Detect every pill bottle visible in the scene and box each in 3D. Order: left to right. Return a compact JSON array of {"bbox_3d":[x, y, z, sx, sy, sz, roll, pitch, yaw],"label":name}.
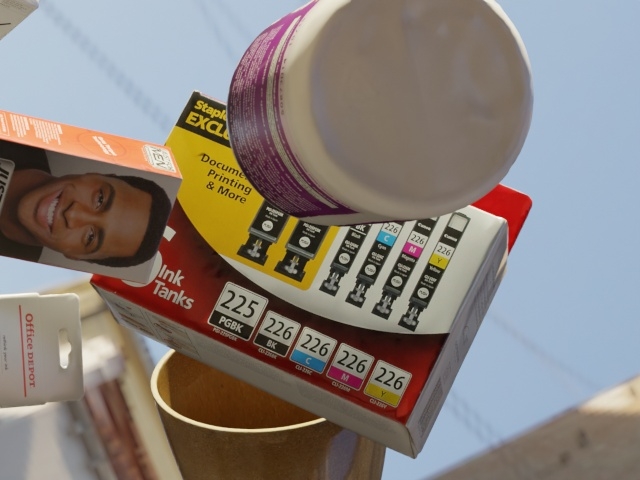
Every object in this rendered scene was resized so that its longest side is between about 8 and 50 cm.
[{"bbox_3d":[0.026,-0.094,1.333,0.301,0.169,0.169,178,-107,-75],"label":"pill bottle"}]

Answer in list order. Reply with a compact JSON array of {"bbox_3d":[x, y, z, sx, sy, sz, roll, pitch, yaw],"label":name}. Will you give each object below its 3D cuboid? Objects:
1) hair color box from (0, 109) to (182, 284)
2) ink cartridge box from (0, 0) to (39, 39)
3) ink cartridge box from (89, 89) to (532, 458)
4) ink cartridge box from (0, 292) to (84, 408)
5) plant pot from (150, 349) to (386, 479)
[{"bbox_3d":[-0.155,-0.027,1.034,0.043,0.141,0.072,-118,-136,-59],"label":"hair color box"},{"bbox_3d":[-0.357,-0.235,1.621,0.097,0.207,0.046,-30,-131,43],"label":"ink cartridge box"},{"bbox_3d":[0.000,0.000,1.653,0.309,0.272,0.130,23,-16,14],"label":"ink cartridge box"},{"bbox_3d":[-0.313,0.103,1.704,0.061,0.181,0.104,-7,-94,62],"label":"ink cartridge box"},{"bbox_3d":[-0.033,0.235,1.861,0.237,0.237,0.254,27,-48,49],"label":"plant pot"}]
